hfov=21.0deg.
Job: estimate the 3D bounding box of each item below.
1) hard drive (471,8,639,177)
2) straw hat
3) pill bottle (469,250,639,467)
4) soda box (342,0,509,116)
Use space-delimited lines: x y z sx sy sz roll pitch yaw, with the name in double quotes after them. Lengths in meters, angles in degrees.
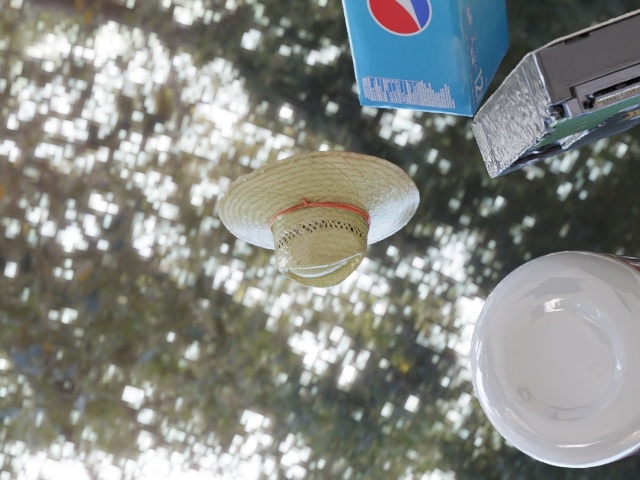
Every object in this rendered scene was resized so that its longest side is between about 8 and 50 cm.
0.254 -0.133 1.355 0.237 0.339 0.064 -20 -93 -3 "hard drive"
0.000 0.000 1.212 0.144 0.144 0.061 7 -123 -15 "straw hat"
0.268 0.103 1.549 0.181 0.181 0.323 42 -165 21 "pill bottle"
0.047 -0.169 0.879 0.067 0.210 0.071 8 -138 22 "soda box"
